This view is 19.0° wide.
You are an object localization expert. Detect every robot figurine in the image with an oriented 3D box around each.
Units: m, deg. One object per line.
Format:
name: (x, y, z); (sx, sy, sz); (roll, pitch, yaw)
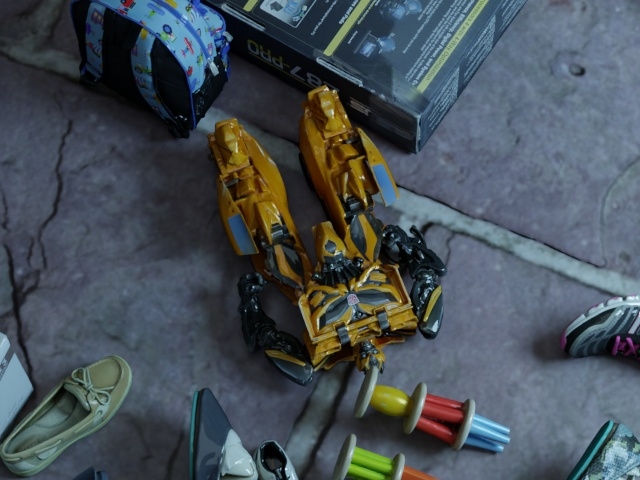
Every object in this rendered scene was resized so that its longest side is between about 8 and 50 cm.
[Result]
robot figurine: (0.000, 0.000, 1.881); (0.211, 0.085, 0.291); (-21, 67, -7)

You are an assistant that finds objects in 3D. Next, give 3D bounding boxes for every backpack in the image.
backpack: (-0.172, -0.208, 1.930); (0.158, 0.173, 0.117); (30, 70, 15)

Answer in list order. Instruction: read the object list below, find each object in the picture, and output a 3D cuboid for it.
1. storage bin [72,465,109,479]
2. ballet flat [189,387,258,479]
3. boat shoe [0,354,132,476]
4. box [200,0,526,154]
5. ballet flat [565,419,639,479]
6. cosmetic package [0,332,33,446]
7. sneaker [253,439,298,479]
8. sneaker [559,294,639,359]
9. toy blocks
storage bin: (-0.189, 0.289, 1.760); (0.091, 0.098, 0.135); (16, 64, -22)
ballet flat: (-0.094, 0.240, 1.785); (0.074, 0.074, 0.203); (5, 72, 3)
boat shoe: (-0.244, 0.164, 1.833); (0.153, 0.048, 0.056); (-38, 71, -14)
box: (0.074, -0.329, 2.022); (0.318, 0.097, 0.395); (29, 70, 15)
ballet flat: (0.236, 0.251, 1.746); (0.070, 0.070, 0.188); (38, 77, 16)
cosmetic package: (-0.493, 0.129, 1.799); (0.385, 0.156, 0.217); (25, 69, 11)
sneaker: (-0.035, 0.237, 1.799); (0.040, 0.044, 0.109); (-24, 69, -11)
sneaker: (0.318, 0.095, 1.842); (0.170, 0.063, 0.075); (-10, 60, -8)
toy blocks: (0.098, 0.199, 1.806); (0.148, 0.054, 0.123); (19, 76, -5)
